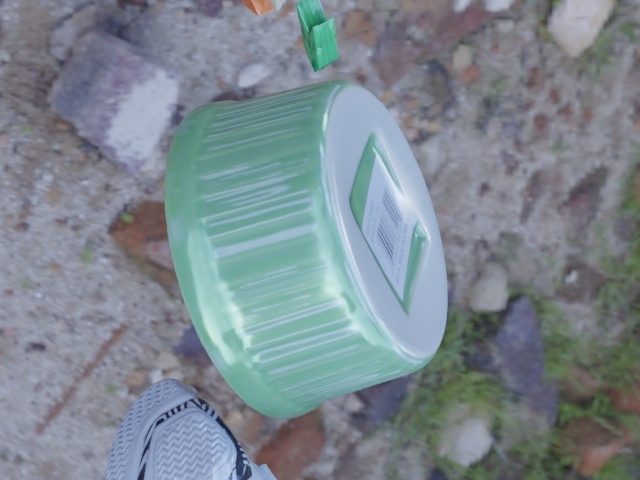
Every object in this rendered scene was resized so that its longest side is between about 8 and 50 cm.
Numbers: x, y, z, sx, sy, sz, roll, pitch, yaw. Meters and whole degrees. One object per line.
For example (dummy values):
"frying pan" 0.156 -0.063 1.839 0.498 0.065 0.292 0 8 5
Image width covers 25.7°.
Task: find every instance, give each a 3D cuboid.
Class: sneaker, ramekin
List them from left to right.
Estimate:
"sneaker" -0.054 0.289 1.246 0.137 0.366 0.210 -43 137 11
"ramekin" 0.000 0.000 1.284 0.303 0.148 0.303 47 35 -48

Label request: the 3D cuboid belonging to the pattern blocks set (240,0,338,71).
"pattern blocks set" -0.068 -0.274 1.018 0.026 0.285 0.325 -27 71 -10
